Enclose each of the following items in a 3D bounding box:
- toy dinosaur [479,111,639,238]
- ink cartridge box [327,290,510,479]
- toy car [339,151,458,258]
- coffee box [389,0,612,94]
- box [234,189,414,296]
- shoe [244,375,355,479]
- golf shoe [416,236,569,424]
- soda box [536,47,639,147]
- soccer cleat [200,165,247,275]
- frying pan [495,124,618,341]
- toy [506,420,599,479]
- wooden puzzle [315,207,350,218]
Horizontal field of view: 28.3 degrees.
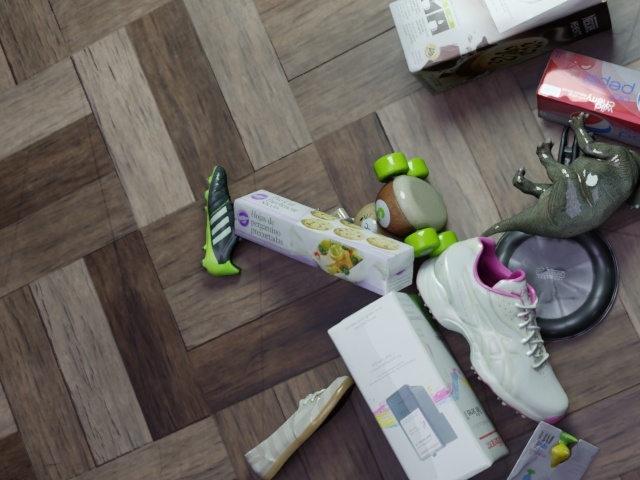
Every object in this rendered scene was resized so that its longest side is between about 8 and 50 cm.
[{"bbox_3d":[0.377,-0.076,1.840,0.313,0.121,0.160,-28,61,-7],"label":"toy dinosaur"},{"bbox_3d":[0.166,0.255,1.857,0.119,0.207,0.353,-31,79,12],"label":"ink cartridge box"},{"bbox_3d":[0.091,-0.021,1.949,0.188,0.149,0.155,-28,74,24],"label":"toy car"},{"bbox_3d":[0.273,-0.335,1.903,0.297,0.168,0.119,-20,80,14],"label":"coffee box"},{"bbox_3d":[0.000,0.000,1.935,0.324,0.067,0.063,22,121,40],"label":"box"},{"bbox_3d":[-0.033,0.285,1.980,0.058,0.076,0.219,44,99,10],"label":"shoe"},{"bbox_3d":[0.274,0.129,1.859,0.306,0.115,0.140,51,124,3],"label":"golf shoe"},{"bbox_3d":[0.455,-0.196,1.871,0.263,0.092,0.083,20,76,17],"label":"soda box"},{"bbox_3d":[-0.153,-0.031,2.059,0.072,0.060,0.179,2,92,7],"label":"soccer cleat"},{"bbox_3d":[0.378,-0.002,1.907,0.197,0.053,0.326,30,97,16],"label":"frying pan"},{"bbox_3d":[0.297,0.377,1.872,0.237,0.137,0.056,-58,34,7],"label":"toy"},{"bbox_3d":[0.024,-0.005,2.025,0.078,0.014,0.116,-28,78,7],"label":"wooden puzzle"}]
